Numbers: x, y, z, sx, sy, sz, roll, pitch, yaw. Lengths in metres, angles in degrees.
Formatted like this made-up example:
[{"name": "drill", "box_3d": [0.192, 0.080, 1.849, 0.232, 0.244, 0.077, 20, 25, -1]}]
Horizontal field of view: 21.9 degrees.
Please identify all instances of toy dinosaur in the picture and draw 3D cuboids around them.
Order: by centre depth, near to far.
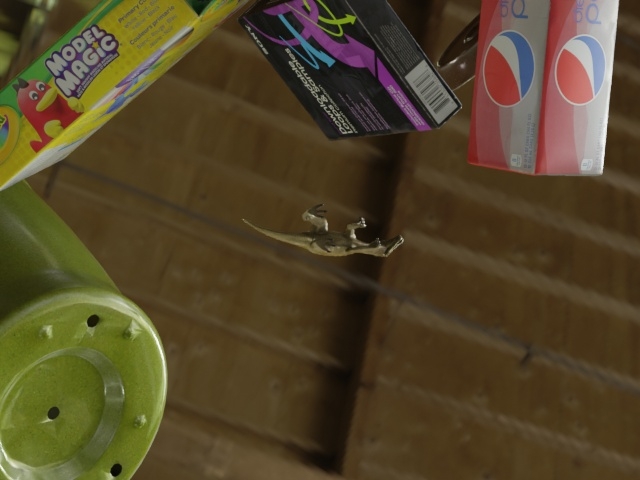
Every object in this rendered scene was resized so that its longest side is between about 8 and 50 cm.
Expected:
[{"name": "toy dinosaur", "box_3d": [0.000, 0.000, 1.816, 0.183, 0.092, 0.053, 8, -108, 0]}]

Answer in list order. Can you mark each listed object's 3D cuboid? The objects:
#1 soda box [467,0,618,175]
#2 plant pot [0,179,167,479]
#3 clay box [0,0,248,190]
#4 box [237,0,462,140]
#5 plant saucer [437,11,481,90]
[{"name": "soda box", "box_3d": [0.194, -0.189, 1.407, 0.083, 0.263, 0.092, -2, -171, -35]}, {"name": "plant pot", "box_3d": [-0.335, 0.097, 1.536, 0.366, 0.366, 0.353, -17, -151, -37]}, {"name": "clay box", "box_3d": [-0.131, -0.123, 1.077, 0.053, 0.222, 0.127, 51, -160, -2]}, {"name": "box", "box_3d": [0.016, -0.122, 1.118, 0.029, 0.162, 0.116, -43, -73, -18]}, {"name": "plant saucer", "box_3d": [0.194, -0.241, 1.942, 0.029, 0.168, 0.168, 45, -138, -11]}]
